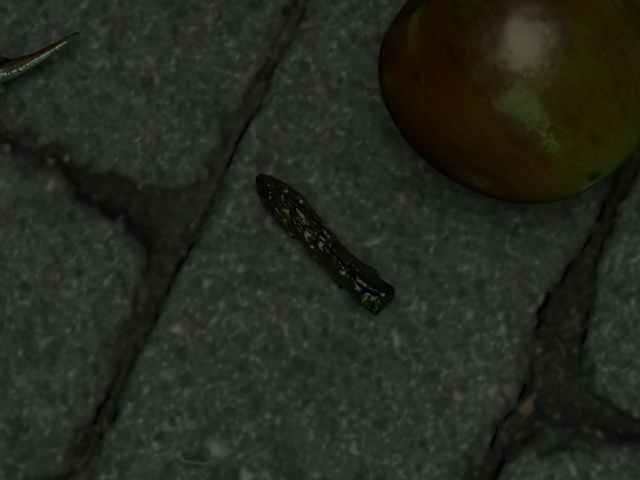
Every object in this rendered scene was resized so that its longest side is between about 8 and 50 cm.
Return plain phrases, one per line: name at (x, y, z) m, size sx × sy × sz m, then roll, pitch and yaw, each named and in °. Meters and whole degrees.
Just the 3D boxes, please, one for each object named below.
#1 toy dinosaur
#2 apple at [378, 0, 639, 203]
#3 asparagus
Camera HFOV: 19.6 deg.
toy dinosaur at (-0.317, -0.150, 1.675) m, size 0.106 × 0.044 × 0.187 m, roll 38°, pitch 82°, yaw 23°
apple at (0.178, -0.145, 1.593) m, size 0.246 × 0.246 × 0.226 m, roll -43°, pitch 100°, yaw -7°
asparagus at (0.000, 0.000, 1.642) m, size 0.165 × 0.030 × 0.036 m, roll 47°, pitch 107°, yaw 7°
